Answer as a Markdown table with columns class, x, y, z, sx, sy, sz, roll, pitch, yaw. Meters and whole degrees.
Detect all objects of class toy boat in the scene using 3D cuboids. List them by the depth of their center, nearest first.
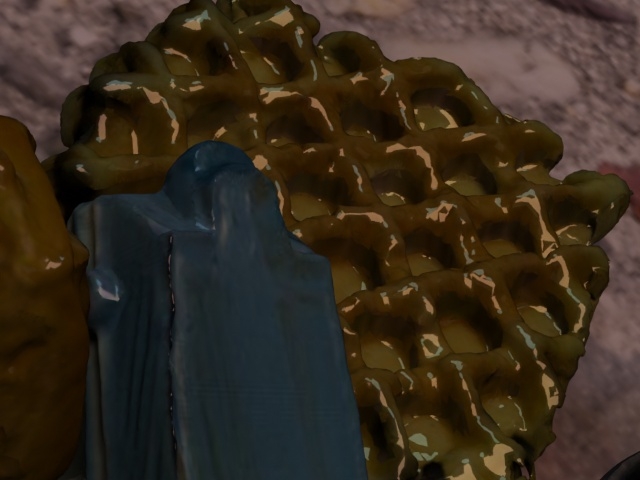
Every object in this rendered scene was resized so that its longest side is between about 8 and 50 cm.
| class | x | y | z | sx | sy | sz | roll | pitch | yaw |
| --- | --- | --- | --- | --- | --- | --- | --- | --- | --- |
| toy boat | -0.044 | 0.085 | 0.521 | 0.088 | 0.102 | 0.215 | 6 | 71 | -49 |

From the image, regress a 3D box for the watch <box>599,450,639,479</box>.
| class | x | y | z | sx | sy | sz | roll | pitch | yaw |
| --- | --- | --- | --- | --- | --- | --- | --- | --- | --- |
| watch | 0.162 | 0.161 | 0.596 | 0.193 | 0.068 | 0.206 | 0 | 51 | -24 |

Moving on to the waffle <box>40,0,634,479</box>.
| class | x | y | z | sx | sy | sz | roll | pitch | yaw |
| --- | --- | --- | --- | --- | --- | --- | --- | --- | --- |
| waffle | -0.002 | 0.001 | 0.641 | 0.204 | 0.054 | 0.223 | 29 | 46 | -2 |

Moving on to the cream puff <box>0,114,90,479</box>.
| class | x | y | z | sx | sy | sz | roll | pitch | yaw |
| --- | --- | --- | --- | --- | --- | --- | --- | --- | --- |
| cream puff | -0.144 | 0.026 | 0.433 | 0.195 | 0.194 | 0.221 | 15 | 53 | -17 |
